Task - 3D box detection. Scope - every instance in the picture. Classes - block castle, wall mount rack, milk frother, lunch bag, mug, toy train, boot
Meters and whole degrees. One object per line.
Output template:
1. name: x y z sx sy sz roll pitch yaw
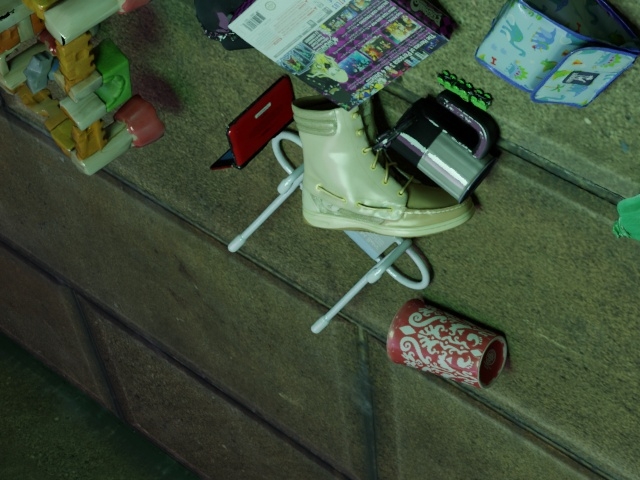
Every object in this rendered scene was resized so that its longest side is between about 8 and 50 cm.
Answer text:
1. block castle: -0.385 -0.343 2.017 0.303 0.213 0.453 44 158 17
2. wall mount rack: 0.000 0.000 2.090 0.350 0.130 0.304 45 153 1
3. milk frother: 0.151 -0.116 1.703 0.135 0.143 0.129 39 148 11
4. lunch bag: 0.272 -0.222 1.447 0.151 0.096 0.129 31 151 -5
5. mug: 0.219 0.169 2.084 0.169 0.150 0.113 18 107 35
6. toy train: 0.189 -0.196 1.675 0.083 0.017 0.023 32 161 23
7. boot: -0.110 -0.358 1.776 0.207 0.094 0.246 13 146 40
8. boot: 0.088 -0.115 1.835 0.262 0.095 0.203 5 117 23

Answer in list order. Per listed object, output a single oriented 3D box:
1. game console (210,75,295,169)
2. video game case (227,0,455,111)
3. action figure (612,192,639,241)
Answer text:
1. game console: -0.112 -0.181 1.974 0.085 0.144 0.124 25 147 32
2. video game case: 0.023 -0.279 1.652 0.210 0.041 0.232 33 146 -19
3. action figure: 0.431 -0.036 1.509 0.137 0.063 0.232 50 149 -14
